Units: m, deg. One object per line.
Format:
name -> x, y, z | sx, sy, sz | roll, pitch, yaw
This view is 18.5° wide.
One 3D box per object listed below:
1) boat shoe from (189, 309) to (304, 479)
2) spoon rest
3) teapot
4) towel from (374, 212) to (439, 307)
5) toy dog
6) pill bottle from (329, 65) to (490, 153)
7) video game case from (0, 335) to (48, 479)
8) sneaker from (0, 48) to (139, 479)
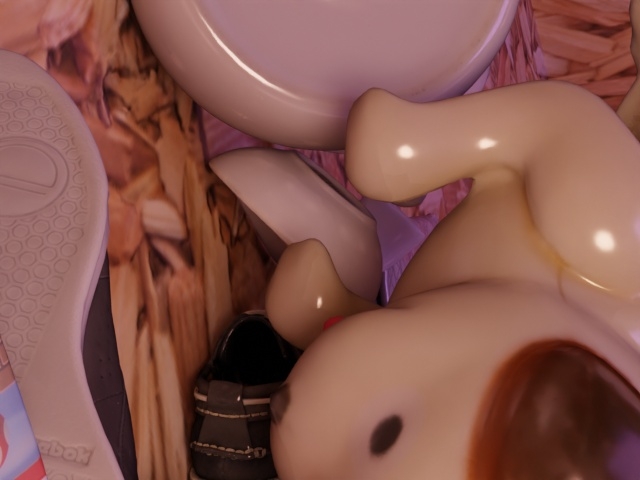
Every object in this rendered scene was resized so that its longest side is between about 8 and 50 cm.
boat shoe -> -0.024, 0.076, 1.181 | 0.233, 0.084, 0.079 | -55, 138, -68
spoon rest -> 0.000, 0.000, 1.306 | 0.137, 0.084, 0.276 | 43, 8, 14
teapot -> -0.013, -0.171, 1.186 | 0.187, 0.252, 0.256 | 171, -70, -73
towel -> 0.082, 0.141, 1.626 | 0.317, 0.053, 0.332 | -2, 83, -76
toy dog -> 0.137, 0.091, 1.054 | 0.395, 0.284, 0.408 | 52, 42, 8
pill bottle -> 0.012, -0.213, 1.359 | 0.162, 0.162, 0.278 | -79, 154, -55
video game case -> -0.187, -0.003, 0.563 | 0.204, 0.025, 0.285 | -38, 120, -49
sneaker -> -0.126, 0.067, 0.794 | 0.147, 0.104, 0.295 | 94, -16, -54
